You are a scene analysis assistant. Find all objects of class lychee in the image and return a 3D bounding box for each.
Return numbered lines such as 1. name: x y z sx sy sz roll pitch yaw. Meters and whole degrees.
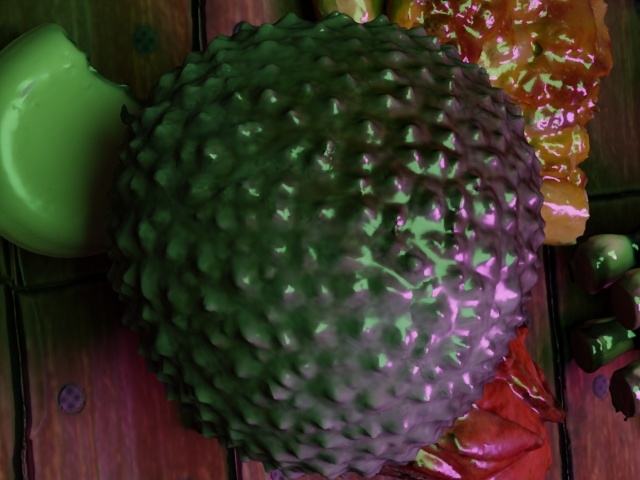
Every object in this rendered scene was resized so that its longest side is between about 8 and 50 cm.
1. lychee: 0.003 0.003 0.986 0.300 0.300 0.300 0 90 -33

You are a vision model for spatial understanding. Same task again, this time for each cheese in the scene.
1. cheese: -0.193 -0.032 1.051 0.163 0.070 0.249 47 67 -23

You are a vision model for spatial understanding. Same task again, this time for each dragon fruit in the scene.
1. dragon fruit: 0.085 0.082 1.184 0.317 0.152 0.205 14 82 -31

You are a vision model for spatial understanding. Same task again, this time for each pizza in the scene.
1. pizza: 0.129 -0.180 1.242 0.277 0.114 0.409 -31 109 -24

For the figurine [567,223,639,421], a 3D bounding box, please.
1. figurine: 0.402 0.012 1.336 0.412 0.241 0.306 -44 114 -3
